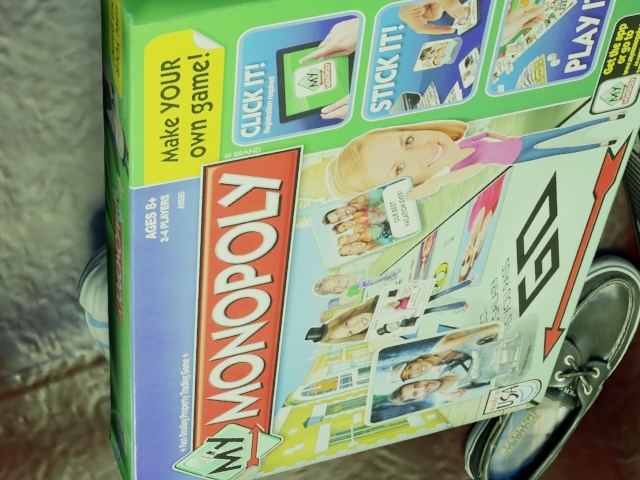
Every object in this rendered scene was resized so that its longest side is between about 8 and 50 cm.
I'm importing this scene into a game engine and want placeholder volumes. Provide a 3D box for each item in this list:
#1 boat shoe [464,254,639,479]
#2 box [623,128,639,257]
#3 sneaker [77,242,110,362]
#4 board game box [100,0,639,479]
[{"bbox_3d":[0.123,0.074,0.862,0.049,0.040,0.142,28,105,-12],"label":"boat shoe"},{"bbox_3d":[0.204,0.050,0.740,0.060,0.270,0.216,-16,110,0],"label":"box"},{"bbox_3d":[0.000,0.000,0.816,0.237,0.085,0.086,-23,135,0],"label":"sneaker"},{"bbox_3d":[0.018,-0.009,0.699,0.213,0.046,0.317,-13,145,-15],"label":"board game box"}]
